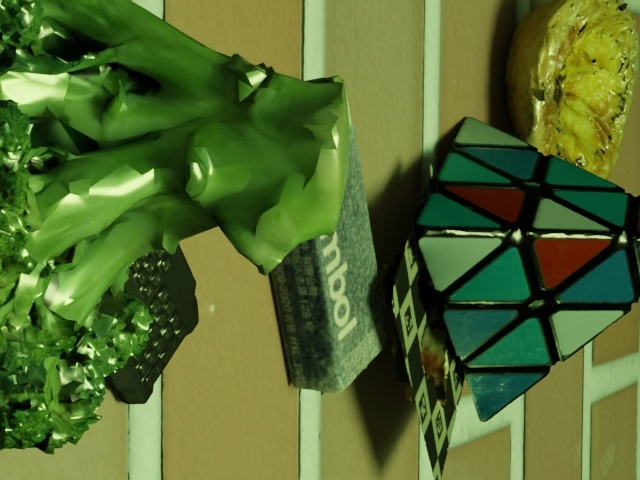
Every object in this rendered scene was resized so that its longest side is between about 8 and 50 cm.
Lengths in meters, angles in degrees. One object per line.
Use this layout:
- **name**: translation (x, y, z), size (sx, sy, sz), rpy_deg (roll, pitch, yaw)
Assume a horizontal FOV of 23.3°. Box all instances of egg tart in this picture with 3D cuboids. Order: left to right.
- **egg tart**: translation (0.246, -0.154, 1.565), size (0.252, 0.098, 0.232), rpy_deg (-16, 112, -57)

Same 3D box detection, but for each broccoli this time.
- **broccoli**: translation (-0.120, -0.033, 0.723), size (0.270, 0.270, 0.270), rpy_deg (-4, 90, -87)

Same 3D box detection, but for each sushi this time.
- **sushi**: translation (0.076, 0.074, 1.296), size (0.192, 0.040, 0.210), rpy_deg (-69, 150, -53)

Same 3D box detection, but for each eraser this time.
- **eraser**: translation (0.000, 0.000, 1.160), size (0.092, 0.046, 0.212), rpy_deg (-41, 127, -54)

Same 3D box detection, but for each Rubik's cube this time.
- **Rubik's cube**: translation (0.192, -0.041, 1.375), size (0.284, 0.250, 0.234), rpy_deg (60, 11, -47)

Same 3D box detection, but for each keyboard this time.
- **keyboard**: translation (-0.136, -0.020, 0.935), size (0.106, 0.016, 0.262), rpy_deg (-60, 141, -41)
